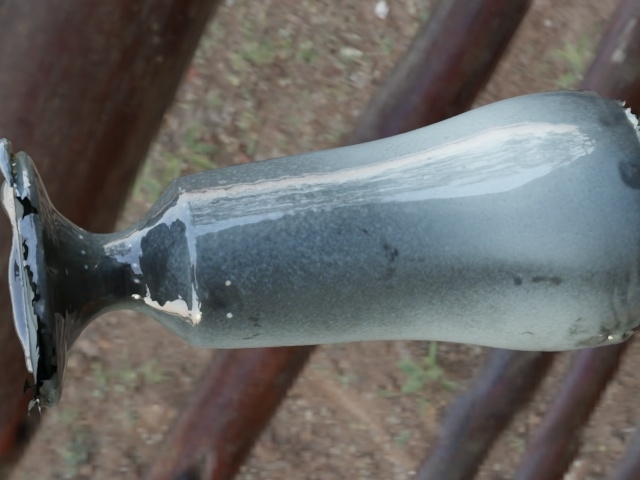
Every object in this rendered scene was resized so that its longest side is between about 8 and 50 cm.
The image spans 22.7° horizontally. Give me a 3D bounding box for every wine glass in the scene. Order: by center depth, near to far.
[{"bbox_3d":[0.000,0.000,0.400,0.155,0.072,0.072,-6,77,-10],"label":"wine glass"}]
